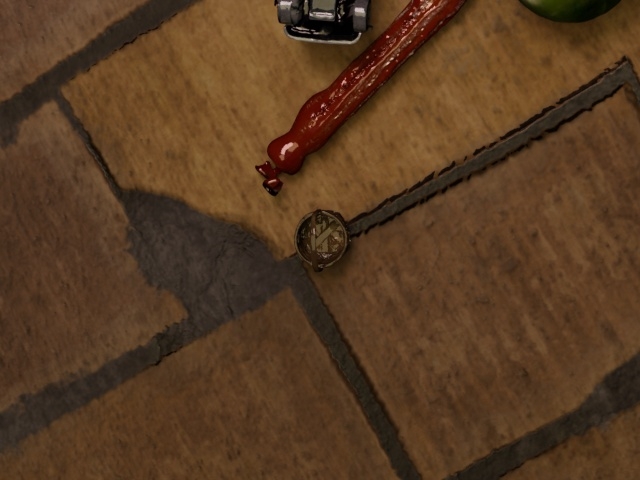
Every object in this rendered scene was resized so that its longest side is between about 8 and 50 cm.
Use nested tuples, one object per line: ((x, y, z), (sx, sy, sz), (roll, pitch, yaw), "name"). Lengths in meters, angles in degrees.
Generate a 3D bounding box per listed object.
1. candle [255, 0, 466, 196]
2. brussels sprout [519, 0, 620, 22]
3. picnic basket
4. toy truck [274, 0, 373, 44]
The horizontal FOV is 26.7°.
((0.045, -0.183, 1.535), (0.051, 0.048, 0.329), (42, 103, -13), "candle")
((0.264, -0.306, 1.442), (0.155, 0.117, 0.155), (-1, 79, 3), "brussels sprout")
((0.000, 0.000, 1.552), (0.072, 0.083, 0.072), (2, 99, 10), "picnic basket")
((0.018, -0.345, 1.473), (0.114, 0.124, 0.253), (6, 102, 9), "toy truck")
